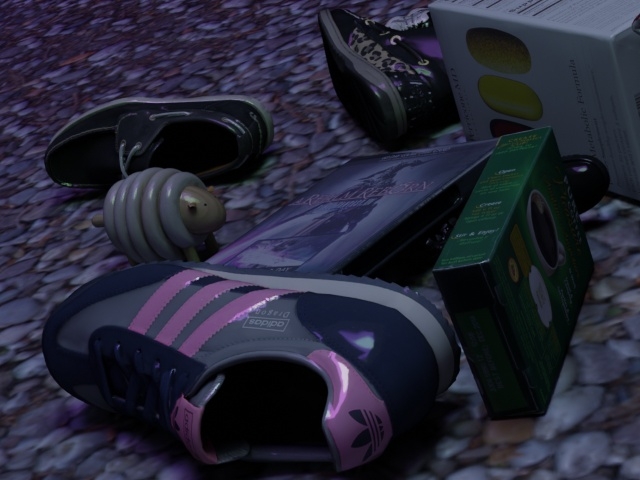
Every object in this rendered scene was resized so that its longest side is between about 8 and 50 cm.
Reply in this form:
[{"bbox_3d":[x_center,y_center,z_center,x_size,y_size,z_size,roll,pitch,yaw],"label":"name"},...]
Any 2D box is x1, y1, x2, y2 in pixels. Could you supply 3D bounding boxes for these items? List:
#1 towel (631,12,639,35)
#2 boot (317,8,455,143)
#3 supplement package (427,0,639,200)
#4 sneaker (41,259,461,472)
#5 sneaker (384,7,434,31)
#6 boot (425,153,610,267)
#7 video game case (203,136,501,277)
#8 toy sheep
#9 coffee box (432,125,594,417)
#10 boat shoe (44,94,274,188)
[{"bbox_3d":[0.394,-0.179,1.076,0.237,0.037,0.329,29,48,24],"label":"towel"},{"bbox_3d":[0.102,-0.178,1.465,0.178,0.085,0.236,-20,30,-6],"label":"boot"},{"bbox_3d":[0.215,-0.137,1.217,0.134,0.139,0.244,-27,24,-20],"label":"supplement package"},{"bbox_3d":[-0.078,0.085,0.992,0.319,0.112,0.131,-4,25,34],"label":"sneaker"},{"bbox_3d":[0.098,-0.224,1.628,0.037,0.032,0.083,4,33,43],"label":"sneaker"},{"bbox_3d":[0.140,-0.014,1.111,0.121,0.045,0.099,-18,16,36],"label":"boot"},{"bbox_3d":[0.000,0.000,1.190,0.274,0.026,0.196,-37,20,-34],"label":"video game case"},{"bbox_3d":[-0.136,-0.017,1.288,0.132,0.091,0.091,-7,26,27],"label":"toy sheep"},{"bbox_3d":[0.127,0.016,0.987,0.040,0.113,0.184,-11,26,26],"label":"coffee box"},{"bbox_3d":[-0.163,-0.087,1.466,0.233,0.084,0.079,-7,26,20],"label":"boat shoe"}]
